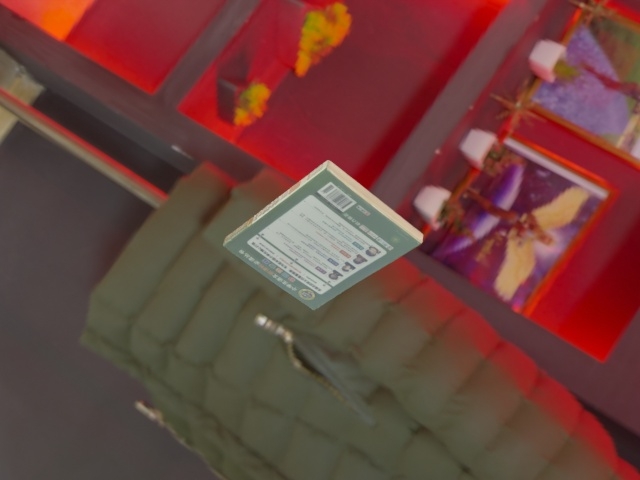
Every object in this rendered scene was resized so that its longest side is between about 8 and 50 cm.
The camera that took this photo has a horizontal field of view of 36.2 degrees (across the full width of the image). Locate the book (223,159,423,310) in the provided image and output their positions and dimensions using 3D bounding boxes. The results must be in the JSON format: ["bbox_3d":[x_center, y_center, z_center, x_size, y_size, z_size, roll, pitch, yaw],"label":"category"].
[{"bbox_3d":[0.000,0.000,1.550,0.264,0.202,0.027,-35,-151,39],"label":"book"}]
